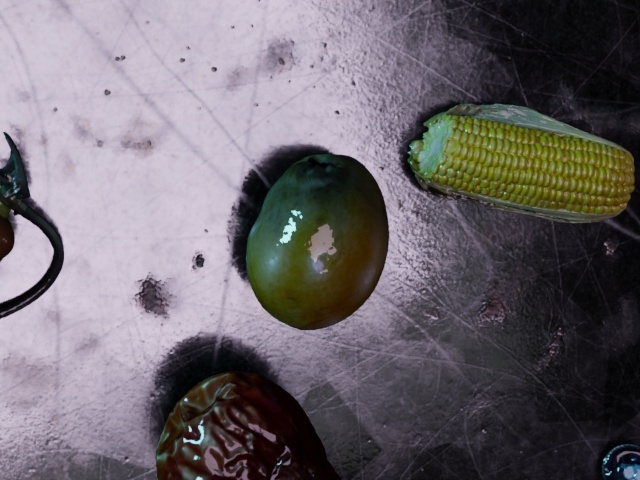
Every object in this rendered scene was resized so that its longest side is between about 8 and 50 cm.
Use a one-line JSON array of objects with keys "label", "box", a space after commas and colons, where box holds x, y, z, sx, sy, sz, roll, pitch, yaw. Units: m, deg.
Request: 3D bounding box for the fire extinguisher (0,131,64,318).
[{"label": "fire extinguisher", "box": [-0.472, 0.045, 1.400, 0.376, 0.113, 0.200, -42, 148, -2]}]

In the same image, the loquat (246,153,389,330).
[{"label": "loquat", "box": [0.000, 0.000, 1.453, 0.179, 0.179, 0.227, 20, 98, -15]}]

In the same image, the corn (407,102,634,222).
[{"label": "corn", "box": [0.274, -0.099, 1.533, 0.305, 0.122, 0.123, 12, 140, -12]}]

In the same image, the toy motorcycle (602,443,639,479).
[{"label": "toy motorcycle", "box": [0.470, 0.448, 1.669, 0.182, 0.123, 0.272, 20, 93, 7]}]

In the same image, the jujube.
[{"label": "jujube", "box": [-0.067, 0.330, 1.477, 0.216, 0.216, 0.342, -39, 108, -4]}]
